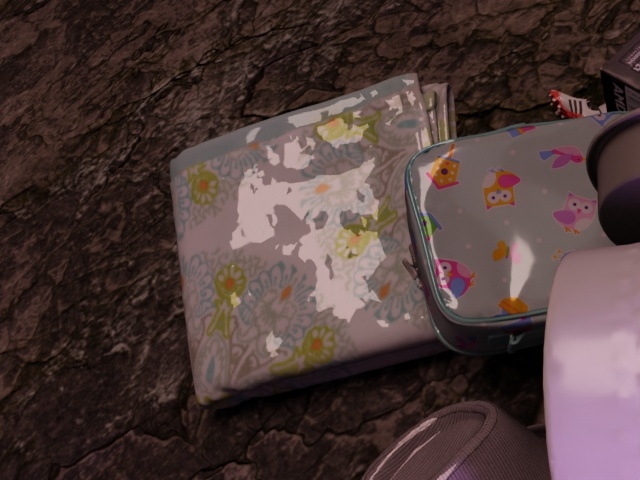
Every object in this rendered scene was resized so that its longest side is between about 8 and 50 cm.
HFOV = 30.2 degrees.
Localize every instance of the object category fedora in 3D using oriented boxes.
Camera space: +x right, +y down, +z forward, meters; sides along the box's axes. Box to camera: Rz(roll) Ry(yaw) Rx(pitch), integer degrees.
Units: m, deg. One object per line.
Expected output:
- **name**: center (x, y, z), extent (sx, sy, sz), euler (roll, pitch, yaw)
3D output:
- **fedora**: center (0.108, 0.245, 1.038), extent (0.275, 0.124, 0.244), euler (-47, 15, -4)

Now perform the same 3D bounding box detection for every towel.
- **towel**: center (0.000, 0.000, 1.372), extent (0.375, 0.090, 0.320), euler (-17, 65, 21)

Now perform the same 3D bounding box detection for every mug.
- **mug**: center (0.359, 0.168, 0.887), extent (0.328, 0.276, 0.374), euler (-6, 53, 25)

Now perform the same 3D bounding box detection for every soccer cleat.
- **soccer cleat**: center (0.312, -0.164, 1.455), extent (0.036, 0.029, 0.083), euler (-30, 41, -7)

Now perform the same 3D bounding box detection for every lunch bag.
- **lunch bag**: center (0.222, -0.001, 1.194), extent (0.279, 0.108, 0.224), euler (-11, 68, -2)

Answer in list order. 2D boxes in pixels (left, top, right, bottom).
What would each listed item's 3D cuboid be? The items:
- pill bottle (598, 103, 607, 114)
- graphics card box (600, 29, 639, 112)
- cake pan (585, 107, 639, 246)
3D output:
- **pill bottle**: center (0.391, -0.152, 1.341), extent (0.137, 0.078, 0.078), euler (-26, 39, 12)
- **graphics card box**: center (0.495, -0.139, 1.176), extent (0.233, 0.094, 0.371), euler (-42, 52, -10)
- **cake pan**: center (0.365, -0.025, 0.992), extent (0.293, 0.293, 0.054), euler (0, 64, 36)
